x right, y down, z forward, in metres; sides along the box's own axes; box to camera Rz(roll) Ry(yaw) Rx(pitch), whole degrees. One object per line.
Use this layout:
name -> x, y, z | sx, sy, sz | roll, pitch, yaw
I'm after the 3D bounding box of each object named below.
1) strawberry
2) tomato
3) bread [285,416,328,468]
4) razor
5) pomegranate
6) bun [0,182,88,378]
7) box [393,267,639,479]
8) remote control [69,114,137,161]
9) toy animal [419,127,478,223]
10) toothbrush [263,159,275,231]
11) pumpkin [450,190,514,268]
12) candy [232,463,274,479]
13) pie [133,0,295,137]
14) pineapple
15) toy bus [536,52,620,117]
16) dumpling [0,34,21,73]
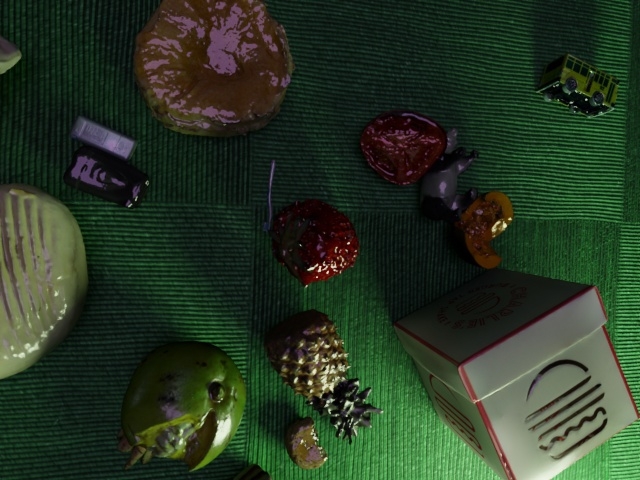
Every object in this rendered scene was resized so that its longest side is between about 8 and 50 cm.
strawberry -> 0.000, 0.000, 0.885 | 0.202, 0.187, 0.184 | 1, 66, -39
tomato -> 0.183, -0.225, 0.947 | 0.174, 0.082, 0.166 | 36, 117, -9
bread -> -0.037, 0.455, 0.937 | 0.082, 0.060, 0.113 | -19, 93, -12
razor -> -0.427, -0.125, 0.842 | 0.148, 0.054, 0.090 | 24, 86, -12
pomegranate -> -0.288, 0.333, 0.821 | 0.302, 0.236, 0.236 | -39, 100, 25
bun -> -0.599, 0.060, 0.733 | 0.361, 0.213, 0.360 | 7, 79, -39
box -> 0.398, 0.268, 0.899 | 0.315, 0.312, 0.299 | -27, 98, -9
remote control -> -0.444, -0.209, 0.856 | 0.125, 0.018, 0.053 | 23, 85, -12
toy animal -> 0.293, -0.150, 0.968 | 0.094, 0.121, 0.225 | 2, 92, -43
toothbrush -> -0.111, -0.100, 0.933 | 0.017, 0.014, 0.162 | 8, 89, -31
pumpkin -> 0.373, -0.024, 0.990 | 0.119, 0.108, 0.183 | 30, 78, -18
candy -> -0.105, 0.650, 0.871 | 0.179, 0.135, 0.320 | -39, 98, -29
pie -> -0.218, -0.374, 0.868 | 0.340, 0.083, 0.339 | 0, 90, -10
pineapple -> 0.015, 0.317, 0.905 | 0.169, 0.169, 0.340 | -29, 104, -10
toy bus -> 0.652, -0.388, 1.051 | 0.175, 0.088, 0.101 | 20, 86, -11
dumpling -> -0.710, -0.305, 0.710 | 0.318, 0.187, 0.242 | -35, 101, -6
